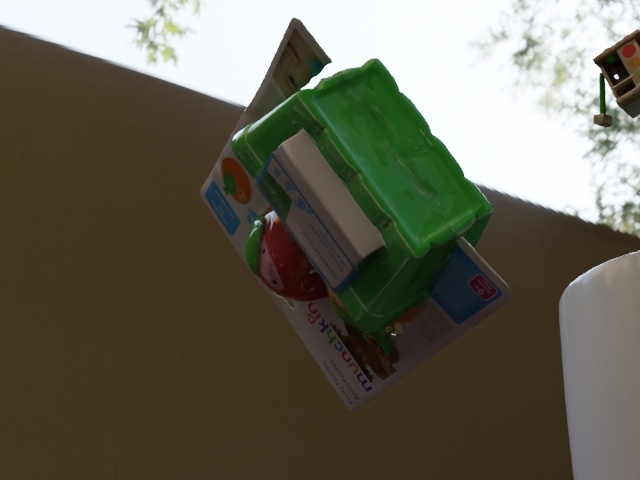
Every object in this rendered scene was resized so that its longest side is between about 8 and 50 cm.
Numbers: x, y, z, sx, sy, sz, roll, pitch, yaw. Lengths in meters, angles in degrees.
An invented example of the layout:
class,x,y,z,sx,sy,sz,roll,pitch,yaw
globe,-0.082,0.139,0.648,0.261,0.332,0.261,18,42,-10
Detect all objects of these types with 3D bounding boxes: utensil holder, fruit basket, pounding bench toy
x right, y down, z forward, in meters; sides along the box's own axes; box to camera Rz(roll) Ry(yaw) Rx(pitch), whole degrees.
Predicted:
class,x,y,z,sx,sy,sz,roll,pitch,yaw
utensil holder,0.447,0.234,1.072,0.327,0.327,0.386,11,-118,-18
fruit basket,0.000,0.000,0.970,0.165,0.353,0.327,-28,-101,-38
pounding bench toy,0.300,-0.160,0.945,0.052,0.083,0.065,15,-132,-53
